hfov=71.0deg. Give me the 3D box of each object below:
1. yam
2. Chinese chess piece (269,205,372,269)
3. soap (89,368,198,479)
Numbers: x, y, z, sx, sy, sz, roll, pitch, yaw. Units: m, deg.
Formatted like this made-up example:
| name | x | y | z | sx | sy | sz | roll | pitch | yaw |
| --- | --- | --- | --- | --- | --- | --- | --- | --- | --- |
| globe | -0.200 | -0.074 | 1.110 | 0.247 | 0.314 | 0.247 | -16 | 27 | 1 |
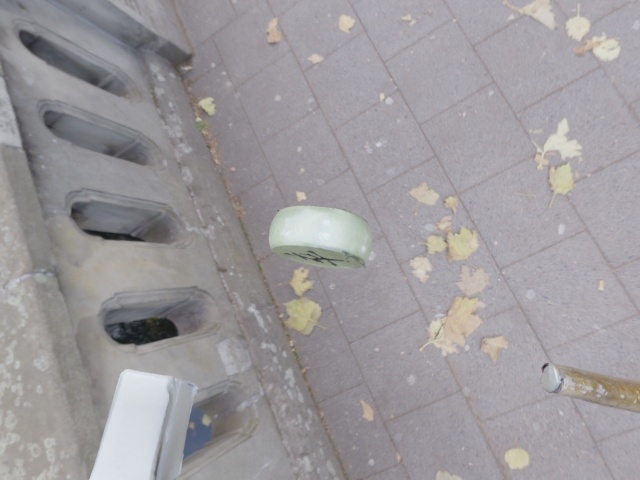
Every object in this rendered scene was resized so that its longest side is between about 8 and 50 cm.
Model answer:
| name | x | y | z | sx | sy | sz | roll | pitch | yaw |
| --- | --- | --- | --- | --- | --- | --- | --- | --- | --- |
| yam | 0.439 | 0.219 | 0.637 | 0.263 | 0.046 | 0.046 | 14 | 91 | -8 |
| Chinese chess piece | 0.000 | 0.000 | 0.816 | 0.188 | 0.188 | 0.083 | 3 | 75 | 22 |
| soap | -0.191 | 0.219 | 0.517 | 0.063 | 0.183 | 0.122 | 9 | 69 | -4 |
